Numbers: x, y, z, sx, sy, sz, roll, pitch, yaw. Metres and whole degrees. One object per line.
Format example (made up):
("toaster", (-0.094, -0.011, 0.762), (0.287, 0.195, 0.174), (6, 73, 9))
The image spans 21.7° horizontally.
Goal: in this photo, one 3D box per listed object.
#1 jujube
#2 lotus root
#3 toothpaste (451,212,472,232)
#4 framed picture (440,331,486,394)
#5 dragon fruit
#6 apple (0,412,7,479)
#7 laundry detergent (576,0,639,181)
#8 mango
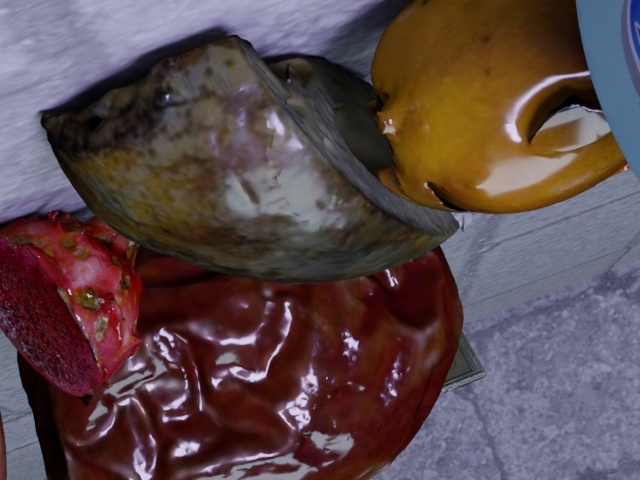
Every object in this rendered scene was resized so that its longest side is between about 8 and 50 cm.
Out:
("jujube", (-0.062, 0.098, 1.423), (0.377, 0.276, 0.276), (-16, 170, -15))
("lotus root", (-0.037, -0.032, 1.091), (0.210, 0.142, 0.314), (-24, 168, 31))
("toothpaste", (0.000, 0.000, 1.609), (0.301, 0.048, 0.075), (-11, -173, -10))
("framed picture", (0.036, 0.073, 1.624), (0.173, 0.231, 0.010), (-19, 142, -12))
("dragon fruit", (-0.171, 0.034, 1.238), (0.111, 0.153, 0.153), (-35, 178, -27))
("apple", (-0.361, 0.144, 0.997), (0.348, 0.277, 0.348), (-17, 168, -4))
("laundry detergent", (0.297, -0.129, 0.796), (0.305, 0.287, 0.287), (-18, 170, -12))
("mango", (0.164, -0.109, 1.032), (0.287, 0.152, 0.201), (-19, 165, -12))
